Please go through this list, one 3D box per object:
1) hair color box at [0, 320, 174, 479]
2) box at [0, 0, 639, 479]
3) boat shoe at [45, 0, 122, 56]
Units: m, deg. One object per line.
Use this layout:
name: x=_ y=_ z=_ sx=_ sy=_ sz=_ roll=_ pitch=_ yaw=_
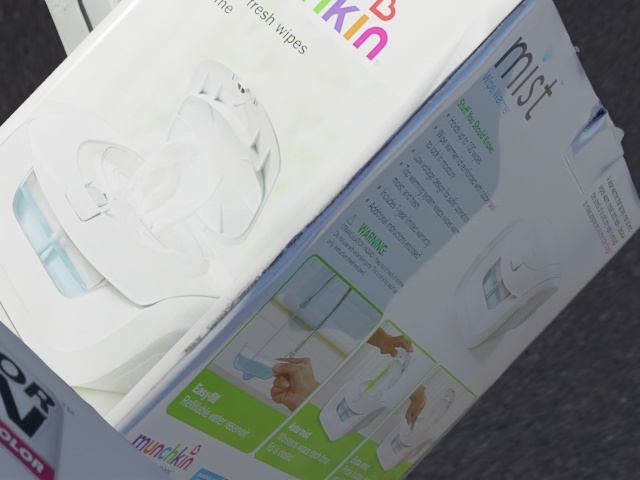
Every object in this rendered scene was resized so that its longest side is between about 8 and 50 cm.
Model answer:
hair color box: x=-0.107 y=0.107 z=0.230 sx=0.105 sy=0.347 sz=0.174 roll=-37 pitch=112 yaw=12
box: x=0.000 y=0.000 z=0.666 sx=0.231 sy=0.262 sz=0.127 roll=-48 pitch=65 yaw=1
boat shoe: x=-0.065 y=-0.072 z=0.850 sx=0.094 sy=0.109 sz=0.302 roll=-20 pitch=98 yaw=-31
